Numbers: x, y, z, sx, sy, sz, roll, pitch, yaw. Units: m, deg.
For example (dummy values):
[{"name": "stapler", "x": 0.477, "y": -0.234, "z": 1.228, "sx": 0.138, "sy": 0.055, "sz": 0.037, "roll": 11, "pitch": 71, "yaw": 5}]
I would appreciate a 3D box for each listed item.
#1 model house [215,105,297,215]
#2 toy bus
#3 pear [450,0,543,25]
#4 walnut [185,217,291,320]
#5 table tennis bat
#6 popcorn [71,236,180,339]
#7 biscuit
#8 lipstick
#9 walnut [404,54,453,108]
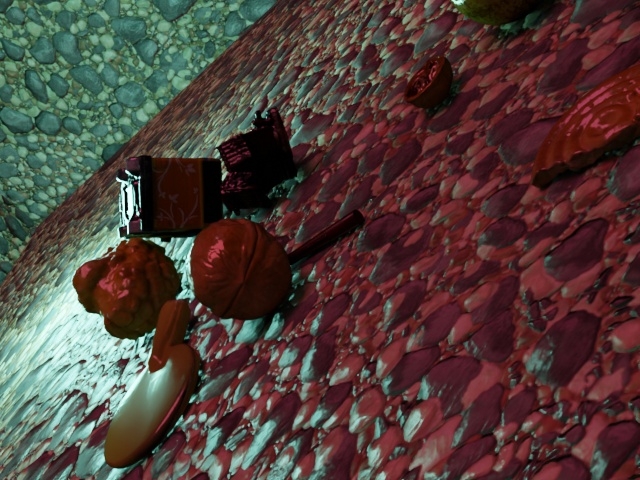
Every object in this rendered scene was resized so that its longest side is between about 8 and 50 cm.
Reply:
[{"name": "model house", "x": -0.134, "y": -0.155, "z": 1.876, "sx": 0.164, "sy": 0.203, "sz": 0.141, "roll": -22, "pitch": 53, "yaw": -8}, {"name": "toy bus", "x": -0.320, "y": -0.084, "z": 2.012, "sx": 0.323, "sy": 0.194, "sz": 0.161, "roll": 170, "pitch": 98, "yaw": -71}, {"name": "pear", "x": 0.282, "y": -0.452, "z": 1.560, "sx": 0.197, "sy": 0.197, "sz": 0.197, "roll": -40, "pitch": 21, "yaw": 19}, {"name": "walnut", "x": -0.130, "y": 0.045, "z": 1.509, "sx": 0.165, "sy": 0.165, "sz": 0.197, "roll": -50, "pitch": 18, "yaw": -7}, {"name": "table tennis bat", "x": -0.274, "y": 0.231, "z": 1.630, "sx": 0.224, "sy": 0.054, "sz": 0.368, "roll": -38, "pitch": 26, "yaw": 26}, {"name": "popcorn", "x": -0.388, "y": 0.087, "z": 1.908, "sx": 0.200, "sy": 0.203, "sz": 0.226, "roll": -36, "pitch": 38, "yaw": 55}, {"name": "biscuit", "x": 0.341, "y": -0.150, "z": 1.117, "sx": 0.224, "sy": 0.033, "sz": 0.144, "roll": -28, "pitch": 28, "yaw": 41}, {"name": "lipstick", "x": 0.000, "y": 0.000, "z": 1.536, "sx": 0.176, "sy": 0.027, "sz": 0.027, "roll": -31, "pitch": 25, "yaw": 38}, {"name": "walnut", "x": 0.186, "y": -0.255, "z": 1.598, "sx": 0.091, "sy": 0.052, "sz": 0.121, "roll": -36, "pitch": 21, "yaw": 33}]
